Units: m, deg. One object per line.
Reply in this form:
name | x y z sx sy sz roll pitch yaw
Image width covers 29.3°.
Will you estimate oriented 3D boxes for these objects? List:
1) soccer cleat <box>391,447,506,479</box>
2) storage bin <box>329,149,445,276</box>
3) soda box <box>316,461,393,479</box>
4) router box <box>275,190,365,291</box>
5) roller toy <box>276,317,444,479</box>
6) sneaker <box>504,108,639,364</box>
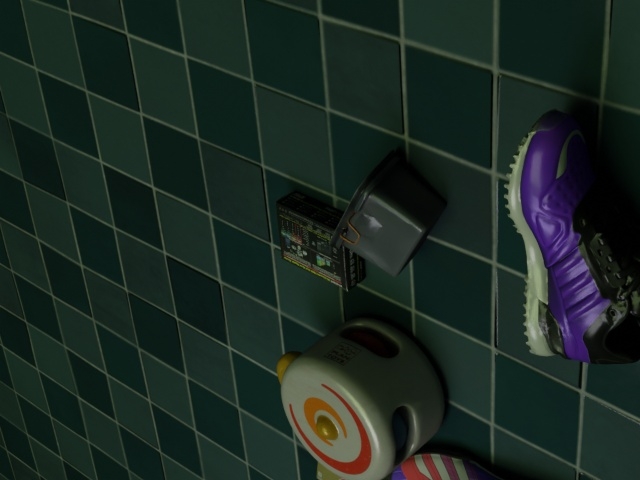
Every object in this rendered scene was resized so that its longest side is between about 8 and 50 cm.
soccer cleat | 0.194 0.351 1.562 0.318 0.116 0.108 10 125 45
storage bin | 0.079 -0.021 1.432 0.091 0.098 0.135 37 142 9
soda box | 0.081 0.355 1.745 0.181 0.061 0.058 32 138 29
router box | 0.000 0.000 1.579 0.122 0.038 0.092 26 134 36
roller toy | 0.048 0.209 1.594 0.209 0.146 0.191 54 144 3
sneaker | 0.278 0.005 1.219 0.146 0.102 0.293 16 134 37
